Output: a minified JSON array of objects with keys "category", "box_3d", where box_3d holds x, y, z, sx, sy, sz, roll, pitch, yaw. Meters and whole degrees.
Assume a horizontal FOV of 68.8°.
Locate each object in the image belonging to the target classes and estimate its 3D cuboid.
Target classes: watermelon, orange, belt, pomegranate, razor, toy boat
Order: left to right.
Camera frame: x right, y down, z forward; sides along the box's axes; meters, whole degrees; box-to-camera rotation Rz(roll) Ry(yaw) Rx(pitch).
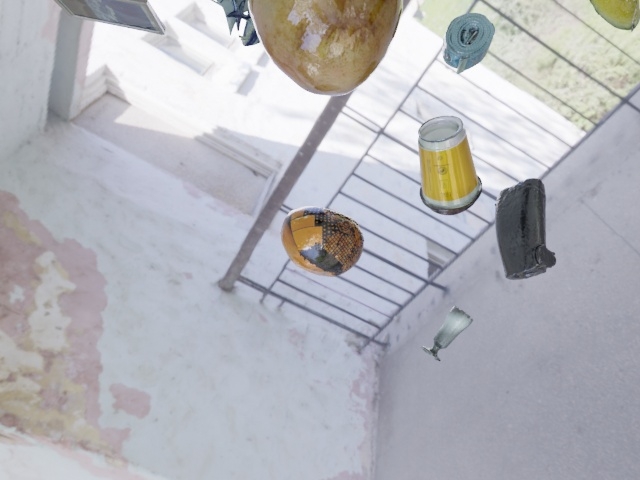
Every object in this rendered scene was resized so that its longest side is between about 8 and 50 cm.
[{"category":"toy boat","box_3d":[-0.270,-0.735,1.500,0.070,0.291,0.210,9,113,42]},{"category":"orange","box_3d":[0.000,0.000,1.258,0.182,0.234,0.234,-61,13,-5]},{"category":"pomegranate","box_3d":[0.014,-0.434,0.882,0.319,0.318,0.319,-57,14,22]},{"category":"belt","box_3d":[0.434,-0.589,1.387,0.162,0.148,0.082,-31,-22,-8]},{"category":"razor","box_3d":[0.674,-0.038,1.562,0.189,0.107,0.327,-33,47,57]},{"category":"watermelon","box_3d":[0.702,-0.651,1.106,0.122,0.301,0.129,-17,25,15]}]

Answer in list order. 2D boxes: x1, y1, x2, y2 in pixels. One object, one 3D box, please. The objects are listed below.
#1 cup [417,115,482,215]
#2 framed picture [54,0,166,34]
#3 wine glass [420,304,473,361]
[{"category":"cup","box_3d":[0.385,-0.227,1.427,0.196,0.280,0.197,-13,41,12]},{"category":"framed picture","box_3d":[-0.540,-0.588,1.177,0.189,0.259,0.023,-158,77,-84]},{"category":"wine glass","box_3d":[0.357,0.264,1.323,0.155,0.072,0.072,-50,12,-3]}]
